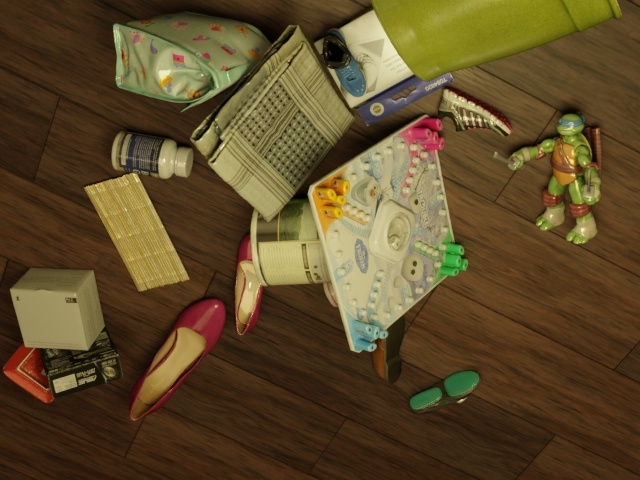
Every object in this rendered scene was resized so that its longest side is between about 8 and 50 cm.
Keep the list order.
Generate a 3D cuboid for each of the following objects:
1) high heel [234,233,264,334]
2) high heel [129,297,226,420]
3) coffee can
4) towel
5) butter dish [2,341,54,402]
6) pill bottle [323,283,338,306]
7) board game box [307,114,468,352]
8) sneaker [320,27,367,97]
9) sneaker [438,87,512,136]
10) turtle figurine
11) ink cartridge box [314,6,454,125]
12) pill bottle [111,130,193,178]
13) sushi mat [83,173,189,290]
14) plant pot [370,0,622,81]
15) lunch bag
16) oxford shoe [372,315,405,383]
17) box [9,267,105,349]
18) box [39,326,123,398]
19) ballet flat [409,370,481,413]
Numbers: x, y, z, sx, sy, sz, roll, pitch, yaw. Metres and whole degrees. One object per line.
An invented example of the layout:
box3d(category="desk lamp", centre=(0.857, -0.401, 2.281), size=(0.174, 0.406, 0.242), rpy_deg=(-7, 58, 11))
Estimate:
box3d(category="high heel", centre=(-0.180, 0.109, 1.838), size=(0.082, 0.117, 0.244), rpy_deg=(12, 119, 3))
box3d(category="high heel", centre=(-0.366, 0.312, 1.937), size=(0.127, 0.181, 0.377), rpy_deg=(32, 118, -8))
box3d(category="coffee can", centre=(0.000, 0.000, 1.705), size=(0.276, 0.201, 0.201), rpy_deg=(-3, 117, 10))
box3d(category="towel", centre=(-0.078, -0.222, 1.516), size=(0.312, 0.056, 0.324), rpy_deg=(-49, 144, -5))
box3d(category="butter dish", centre=(-0.759, 0.344, 2.053), size=(0.160, 0.160, 0.118), rpy_deg=(39, 152, -11))
box3d(category="pill bottle", centre=(0.094, 0.098, 1.809), size=(0.160, 0.087, 0.087), rpy_deg=(-20, 113, 18))
box3d(category="board game box", centre=(0.165, -0.017, 1.590), size=(0.050, 0.390, 0.389), rpy_deg=(11, 126, 44))
box3d(category="sneaker", centre=(0.047, -0.352, 1.527), size=(0.058, 0.084, 0.152), rpy_deg=(-17, 113, 19))
box3d(category="sneaker", centre=(0.324, -0.258, 1.601), size=(0.170, 0.063, 0.074), rpy_deg=(28, 118, -1))
box3d(category="turtle figurine", centre=(0.483, -0.112, 1.565), size=(0.198, 0.274, 0.266), rpy_deg=(1, 128, 25))
box3d(category="ink cartridge box", centre=(0.135, -0.374, 1.576), size=(0.223, 0.045, 0.224), rpy_deg=(-26, 111, 20))
box3d(category="pill bottle", centre=(-0.383, -0.193, 1.722), size=(0.170, 0.094, 0.094), rpy_deg=(10, 119, 3))
box3d(category="sushi mat", centre=(-0.455, -0.015, 1.871), size=(0.152, 0.019, 0.316), rpy_deg=(-16, 114, 15))
box3d(category="plant pot", centre=(0.283, -0.470, 1.335), size=(0.353, 0.366, 0.366), rpy_deg=(-26, 111, 25))
box3d(category="lunch bag", centre=(-0.242, -0.358, 1.501), size=(0.262, 0.223, 0.160), rpy_deg=(20, 122, 24))
box3d(category="oxford shoe", centre=(0.162, 0.255, 1.896), size=(0.076, 0.076, 0.212), rpy_deg=(22, 115, 43))
box3d(category="box", centre=(-0.678, 0.176, 1.948), size=(0.181, 0.119, 0.181), rpy_deg=(2, 118, 8))
box3d(category="box", centre=(-0.625, 0.316, 1.957), size=(0.180, 0.147, 0.077), rpy_deg=(-15, 120, -23))
box3d(category="ballet flat", centre=(0.330, 0.398, 1.949), size=(0.203, 0.074, 0.074), rpy_deg=(-28, 110, 14))
